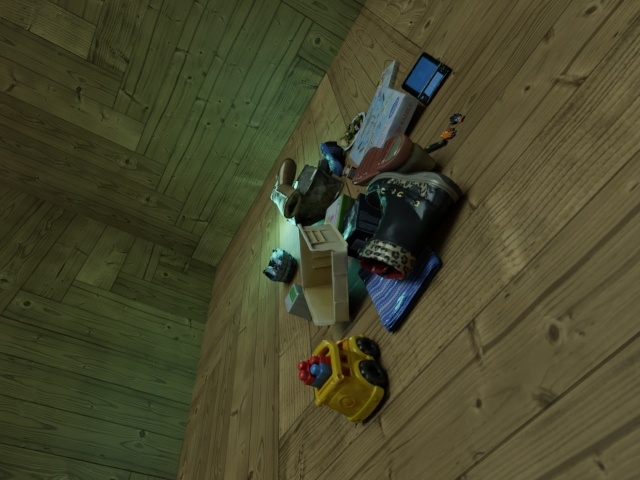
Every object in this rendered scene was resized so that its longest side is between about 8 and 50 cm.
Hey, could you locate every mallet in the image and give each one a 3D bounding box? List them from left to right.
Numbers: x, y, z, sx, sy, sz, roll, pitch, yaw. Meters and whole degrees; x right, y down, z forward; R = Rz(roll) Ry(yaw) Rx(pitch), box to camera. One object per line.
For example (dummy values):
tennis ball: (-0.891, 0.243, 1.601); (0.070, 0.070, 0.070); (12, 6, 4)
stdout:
mallet: (0.324, -0.277, 1.433); (0.190, 0.039, 0.062); (1, 69, 65)

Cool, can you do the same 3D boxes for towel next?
towel: (0.210, 0.081, 1.302); (0.243, 0.040, 0.336); (-59, 20, 16)

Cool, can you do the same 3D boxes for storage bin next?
storage bin: (0.012, 0.103, 1.488); (0.260, 0.123, 0.262); (-118, 24, -66)

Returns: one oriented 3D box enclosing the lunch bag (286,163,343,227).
lunch bag: (-0.050, -0.188, 2.095); (0.287, 0.169, 0.235); (-60, 21, 3)

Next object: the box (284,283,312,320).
box: (-0.072, 0.237, 1.754); (0.087, 0.102, 0.101); (-63, 21, 14)

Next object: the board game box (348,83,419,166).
board game box: (0.231, -0.420, 1.738); (0.318, 0.066, 0.318); (-110, 40, -63)

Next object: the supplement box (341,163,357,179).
supplement box: (0.129, -0.292, 1.937); (0.055, 0.043, 0.083); (-65, 19, 8)

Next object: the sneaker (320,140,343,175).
sneaker: (0.076, -0.398, 2.145); (0.081, 0.090, 0.232); (88, 162, -50)

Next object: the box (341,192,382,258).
box: (0.137, -0.045, 1.519); (0.156, 0.093, 0.158); (121, 164, -51)

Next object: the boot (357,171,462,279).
boot: (0.195, -0.045, 1.276); (0.284, 0.138, 0.377); (-59, 27, -12)

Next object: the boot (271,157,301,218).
boot: (-0.136, -0.237, 2.021); (0.269, 0.089, 0.236); (-135, 58, -66)

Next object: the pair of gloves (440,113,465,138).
pair of gloves: (0.394, -0.343, 1.357); (0.083, 0.010, 0.074); (-62, 19, 7)

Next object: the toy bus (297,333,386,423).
toy bus: (0.041, 0.336, 1.189); (0.149, 0.211, 0.220); (-58, 19, 25)

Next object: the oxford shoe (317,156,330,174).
oxford shoe: (0.009, -0.311, 2.262); (0.076, 0.076, 0.212); (-19, -45, -63)

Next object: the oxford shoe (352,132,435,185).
oxford shoe: (0.218, -0.223, 1.463); (0.140, 0.146, 0.397); (-66, 15, -6)

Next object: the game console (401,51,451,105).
game console: (0.365, -0.563, 1.577); (0.144, 0.085, 0.124); (-57, 21, 25)

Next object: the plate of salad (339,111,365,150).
plate of salad: (0.147, -0.523, 2.152); (0.200, 0.048, 0.200); (-53, 22, 33)

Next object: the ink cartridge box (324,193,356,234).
ink cartridge box: (0.051, -0.032, 1.758); (0.255, 0.097, 0.188); (-40, 32, 50)

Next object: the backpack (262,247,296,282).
backpack: (-0.187, 0.128, 2.155); (0.158, 0.117, 0.173); (-65, 19, 0)

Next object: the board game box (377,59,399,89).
board game box: (0.297, -0.711, 2.012); (0.103, 0.026, 0.154); (-28, 42, 60)
